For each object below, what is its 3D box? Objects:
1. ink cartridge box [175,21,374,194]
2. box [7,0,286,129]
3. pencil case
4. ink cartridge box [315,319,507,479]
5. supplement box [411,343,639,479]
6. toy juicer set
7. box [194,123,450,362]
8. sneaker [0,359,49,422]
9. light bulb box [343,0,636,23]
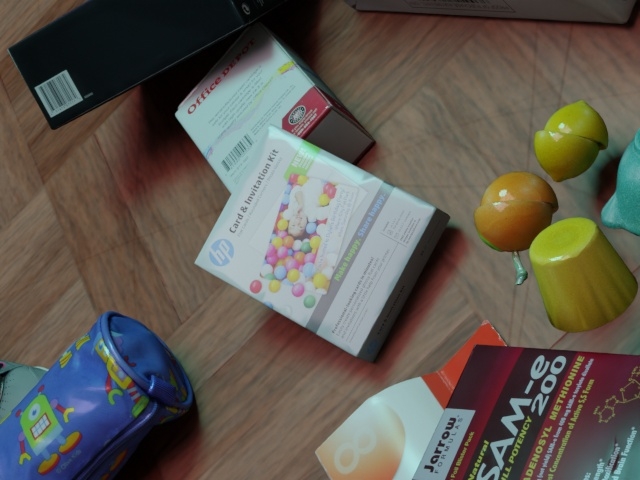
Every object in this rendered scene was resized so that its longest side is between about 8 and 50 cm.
[{"bbox_3d":[-0.046,-0.109,1.658,0.127,0.072,0.175,-48,42,10],"label":"ink cartridge box"},{"bbox_3d":[-0.156,-0.228,1.754,0.261,0.103,0.184,-24,7,31],"label":"box"},{"bbox_3d":[-0.250,0.209,1.611,0.306,0.119,0.133,-47,45,10],"label":"pencil case"},{"bbox_3d":[0.092,0.161,1.374,0.179,0.045,0.145,-48,42,13],"label":"ink cartridge box"},{"bbox_3d":[0.194,0.149,1.230,0.239,0.073,0.130,0,53,44],"label":"supplement box"},{"bbox_3d":[0.267,-0.062,1.329,0.329,0.089,0.209,-36,27,-10],"label":"toy juicer set"},{"bbox_3d":[0.000,0.000,1.516,0.186,0.038,0.145,29,91,29],"label":"box"},{"bbox_3d":[-0.388,0.140,1.744,0.295,0.178,0.124,-2,64,43],"label":"sneaker"},{"bbox_3d":[0.148,-0.408,1.550,0.358,0.225,0.361,13,73,48],"label":"light bulb box"}]
